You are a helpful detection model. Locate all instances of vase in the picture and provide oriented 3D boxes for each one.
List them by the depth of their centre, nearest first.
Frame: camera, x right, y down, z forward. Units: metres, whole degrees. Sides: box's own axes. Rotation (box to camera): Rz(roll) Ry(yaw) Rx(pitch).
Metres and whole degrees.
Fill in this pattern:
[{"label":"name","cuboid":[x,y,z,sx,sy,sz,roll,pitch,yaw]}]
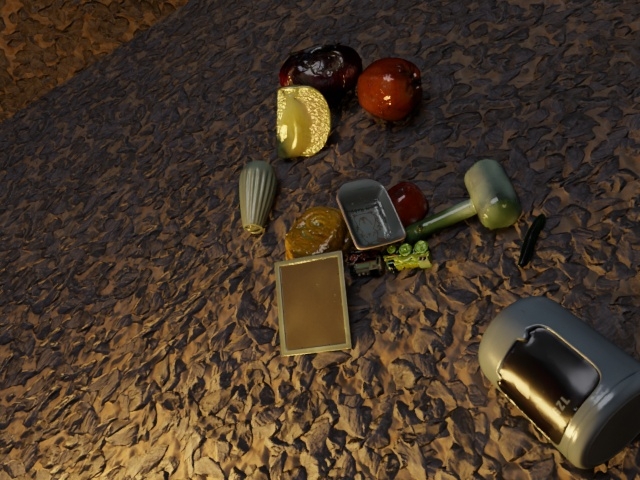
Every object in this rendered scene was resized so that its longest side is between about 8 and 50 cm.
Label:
[{"label":"vase","cuboid":[-0.214,-0.142,2.107,0.128,0.128,0.248,-9,59,22]}]

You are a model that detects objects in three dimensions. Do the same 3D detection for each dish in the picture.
[{"label":"dish","cuboid":[0.135,-0.072,1.815,0.153,0.064,0.234,-14,63,-12]}]

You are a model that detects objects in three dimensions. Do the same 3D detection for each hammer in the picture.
[{"label":"hammer","cuboid":[0.377,-0.083,1.759,0.335,0.119,0.207,-26,44,16]}]

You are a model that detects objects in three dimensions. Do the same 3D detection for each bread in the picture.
[{"label":"bread","cuboid":[-0.002,-0.001,1.876,0.198,0.120,0.236,18,63,39]}]

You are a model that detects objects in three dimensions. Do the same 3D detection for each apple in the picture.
[{"label":"apple","cuboid":[-0.052,-0.415,2.185,0.193,0.265,0.120,6,30,8]}]

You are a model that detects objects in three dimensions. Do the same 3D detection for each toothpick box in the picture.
[{"label":"toothpick box","cuboid":[0.498,0.268,1.329,0.263,0.263,0.355,-39,45,-6]}]

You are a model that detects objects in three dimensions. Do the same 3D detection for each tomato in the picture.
[{"label":"tomato","cuboid":[0.239,-0.118,1.863,0.138,0.091,0.159,-31,44,-1]}]

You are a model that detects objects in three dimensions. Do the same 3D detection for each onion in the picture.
[{"label":"onion","cuboid":[0.009,-0.593,2.286,0.313,0.233,0.314,-15,21,6]}]

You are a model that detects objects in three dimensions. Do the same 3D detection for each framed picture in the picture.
[{"label":"framed picture","cuboid":[-0.022,0.176,1.746,0.216,0.017,0.275,-9,76,22]}]

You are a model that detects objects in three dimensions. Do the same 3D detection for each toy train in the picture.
[{"label":"toy train","cuboid":[0.190,0.056,1.776,0.249,0.053,0.085,-9,56,22]}]

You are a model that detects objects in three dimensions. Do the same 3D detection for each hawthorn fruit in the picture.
[{"label":"hawthorn fruit","cuboid":[0.211,-0.511,2.128,0.299,0.211,0.211,15,62,48]}]

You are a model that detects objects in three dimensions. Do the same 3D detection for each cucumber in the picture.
[{"label":"cucumber","cuboid":[0.547,0.000,1.644,0.036,0.033,0.184,-10,45,55]}]
